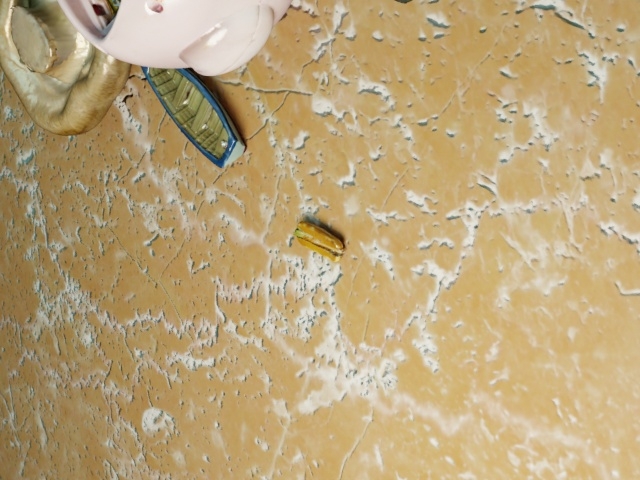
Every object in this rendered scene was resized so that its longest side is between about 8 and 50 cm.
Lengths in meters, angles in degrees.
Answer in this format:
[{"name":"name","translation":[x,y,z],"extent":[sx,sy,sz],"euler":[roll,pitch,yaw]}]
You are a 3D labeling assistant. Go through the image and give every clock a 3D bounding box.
[{"name":"clock","translation":[-0.165,-0.394,1.572],"extent":[0.376,0.250,0.368],"euler":[-39,72,44]}]

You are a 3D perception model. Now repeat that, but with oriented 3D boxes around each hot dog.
[{"name":"hot dog","translation":[0.000,0.000,1.665],"extent":[0.083,0.021,0.037],"euler":[31,131,36]}]

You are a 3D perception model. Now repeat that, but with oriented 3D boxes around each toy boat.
[{"name":"toy boat","translation":[-0.177,-0.192,1.783],"extent":[0.229,0.046,0.080],"euler":[49,131,27]}]

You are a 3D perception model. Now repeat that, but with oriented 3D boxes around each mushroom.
[{"name":"mushroom","translation":[-0.367,-0.286,1.888],"extent":[0.278,0.146,0.278],"euler":[15,115,33]}]

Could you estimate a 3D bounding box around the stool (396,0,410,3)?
[{"name":"stool","translation":[0.075,-0.374,1.358],"extent":[0.141,0.232,0.232],"euler":[37,124,37]}]
